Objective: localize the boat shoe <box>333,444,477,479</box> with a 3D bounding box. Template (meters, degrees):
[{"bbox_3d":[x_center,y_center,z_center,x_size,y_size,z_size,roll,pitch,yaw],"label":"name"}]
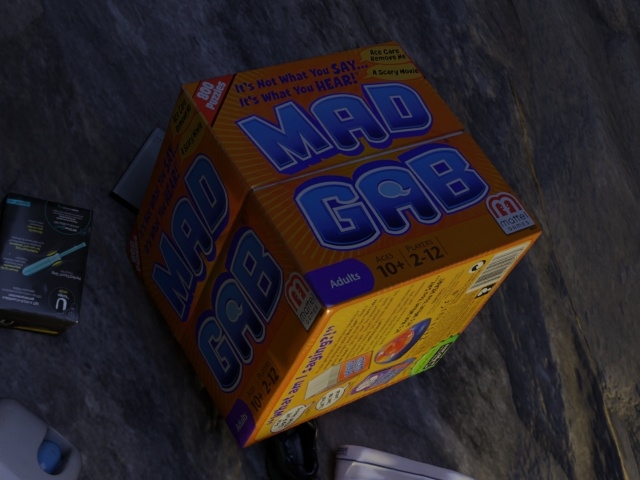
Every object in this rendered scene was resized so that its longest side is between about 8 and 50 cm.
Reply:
[{"bbox_3d":[0.136,0.383,1.676,0.258,0.095,0.084,17,69,-13],"label":"boat shoe"}]

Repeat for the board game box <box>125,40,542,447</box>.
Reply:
[{"bbox_3d":[0.000,0.000,1.503,0.356,0.356,0.356,-18,63,-34],"label":"board game box"}]

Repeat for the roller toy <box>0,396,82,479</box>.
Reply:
[{"bbox_3d":[-0.390,0.304,1.325,0.146,0.191,0.209,42,57,-13],"label":"roller toy"}]

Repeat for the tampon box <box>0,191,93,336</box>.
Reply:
[{"bbox_3d":[-0.387,0.035,1.475,0.121,0.101,0.160,14,68,-25],"label":"tampon box"}]

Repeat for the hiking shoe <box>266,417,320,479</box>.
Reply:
[{"bbox_3d":[-0.046,0.246,1.593,0.086,0.114,0.226,-13,80,-34],"label":"hiking shoe"}]

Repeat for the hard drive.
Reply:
[{"bbox_3d":[-0.245,-0.093,1.650,0.094,0.022,0.135,37,59,-15],"label":"hard drive"}]
